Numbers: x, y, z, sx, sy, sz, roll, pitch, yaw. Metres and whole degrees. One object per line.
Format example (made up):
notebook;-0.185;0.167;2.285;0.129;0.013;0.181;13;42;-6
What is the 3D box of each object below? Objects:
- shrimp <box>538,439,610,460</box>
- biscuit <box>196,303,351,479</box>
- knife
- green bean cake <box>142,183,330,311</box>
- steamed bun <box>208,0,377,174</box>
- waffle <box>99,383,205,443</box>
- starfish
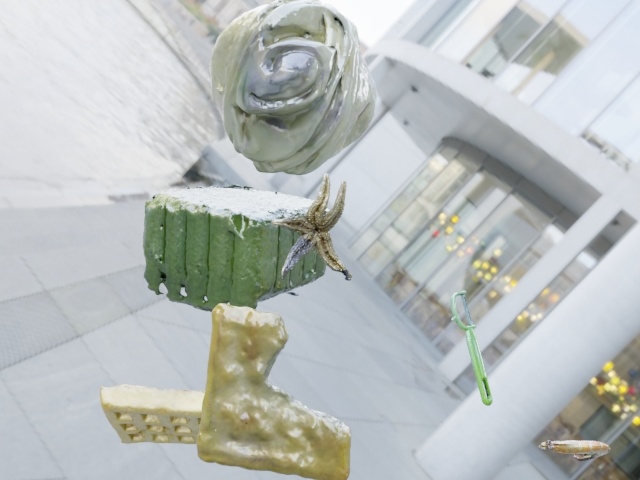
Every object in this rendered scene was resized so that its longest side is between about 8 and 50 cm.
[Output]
shrimp;0.450;0.375;1.368;0.127;0.025;0.091;4;-28;2
biscuit;-0.049;0.164;0.834;0.174;0.183;0.039;3;0;13
knife;0.273;0.197;1.393;0.054;0.015;0.212;-5;77;-40
green bean cake;-0.164;0.012;1.580;0.335;0.218;0.319;14;14;28
steamed bun;-0.051;-0.247;1.249;0.207;0.268;0.280;-54;123;-74
waffle;-0.298;0.350;1.514;0.221;0.247;0.055;94;-1;-59
starfish;-0.004;0.000;0.930;0.130;0.133;0.041;56;-14;-29
